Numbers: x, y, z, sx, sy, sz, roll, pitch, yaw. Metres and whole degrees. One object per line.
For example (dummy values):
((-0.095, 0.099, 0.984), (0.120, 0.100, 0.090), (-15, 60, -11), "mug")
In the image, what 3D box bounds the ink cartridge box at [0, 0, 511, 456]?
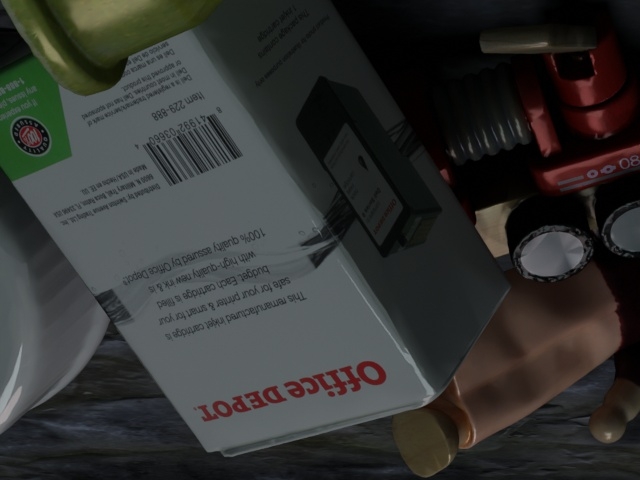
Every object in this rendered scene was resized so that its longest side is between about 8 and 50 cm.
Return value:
((-0.052, -0.027, 1.102), (0.211, 0.121, 0.289), (-18, 112, 42), "ink cartridge box")

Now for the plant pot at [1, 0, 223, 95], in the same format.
((-0.002, -0.217, 0.671), (0.253, 0.276, 0.276), (-13, 157, 6), "plant pot")

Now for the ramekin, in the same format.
((-0.287, 0.023, 1.223), (0.277, 0.277, 0.135), (-3, -161, 13), "ramekin")

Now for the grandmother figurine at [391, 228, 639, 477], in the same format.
((0.198, 0.041, 1.333), (0.342, 0.208, 0.104), (-22, -158, -27), "grandmother figurine")

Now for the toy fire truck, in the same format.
((0.112, -0.076, 1.155), (0.217, 0.158, 0.246), (-16, 134, 11), "toy fire truck")
